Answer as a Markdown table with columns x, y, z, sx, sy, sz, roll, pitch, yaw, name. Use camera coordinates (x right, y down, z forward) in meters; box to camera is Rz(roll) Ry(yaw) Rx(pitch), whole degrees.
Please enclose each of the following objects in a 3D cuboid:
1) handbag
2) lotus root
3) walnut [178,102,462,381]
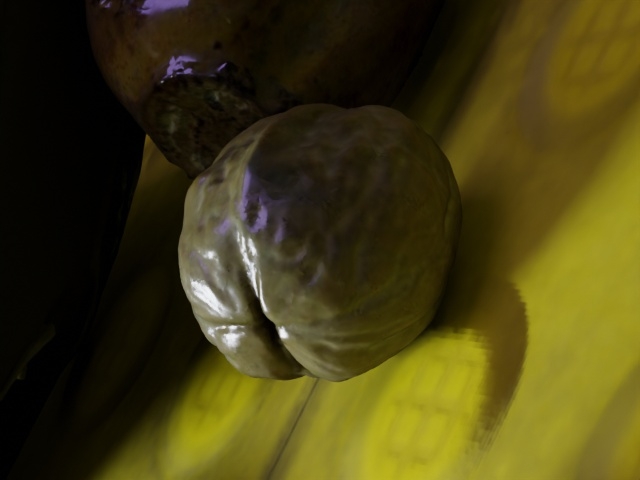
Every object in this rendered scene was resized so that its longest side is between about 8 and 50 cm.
| x | y | z | sx | sy | sz | roll | pitch | yaw | name |
| --- | --- | --- | --- | --- | --- | --- | --- | --- | --- |
| -0.149 | 0.004 | 0.750 | 0.342 | 0.152 | 0.288 | 113 | 163 | -58 | handbag |
| -0.008 | -0.122 | 0.685 | 0.123 | 0.124 | 0.241 | -39 | 26 | 56 | lotus root |
| 0.000 | 0.000 | 0.569 | 0.092 | 0.092 | 0.092 | -46 | 25 | 29 | walnut |
